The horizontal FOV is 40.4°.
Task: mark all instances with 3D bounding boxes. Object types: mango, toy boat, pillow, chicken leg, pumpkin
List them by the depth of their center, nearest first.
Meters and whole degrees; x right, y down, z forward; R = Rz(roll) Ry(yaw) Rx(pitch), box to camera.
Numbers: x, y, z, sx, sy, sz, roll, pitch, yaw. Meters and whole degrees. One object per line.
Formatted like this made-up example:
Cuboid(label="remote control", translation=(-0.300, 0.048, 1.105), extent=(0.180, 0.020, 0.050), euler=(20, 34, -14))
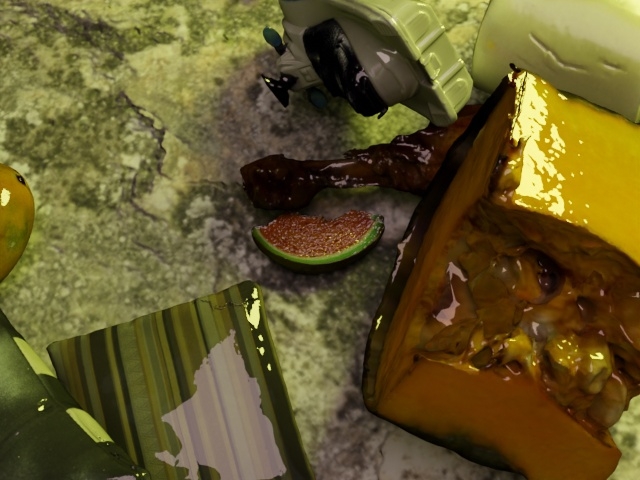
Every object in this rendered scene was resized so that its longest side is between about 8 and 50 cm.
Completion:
Cuboid(label="pumpkin", translation=(0.176, 0.035, 0.712), extent=(0.225, 0.256, 0.303), euler=(28, 112, -3))
Cuboid(label="pillow", translation=(-0.259, 0.189, 0.737), extent=(0.250, 0.106, 0.186), euler=(38, 108, 27))
Cuboid(label="pillow", translation=(-0.130, 0.160, 0.793), extent=(0.212, 0.052, 0.208), euler=(-17, 71, -2))
Cuboid(label="toy boat", translation=(0.027, -0.181, 0.856), extent=(0.141, 0.141, 0.269), euler=(-48, 35, -16))
Cuboid(label="chicken leg", translation=(0.069, -0.073, 0.866), extent=(0.304, 0.113, 0.093), euler=(-10, 91, 8))
Cuboid(label="mango", translation=(-0.348, -0.002, 0.867), extent=(0.111, 0.089, 0.163), euler=(6, 76, 19))

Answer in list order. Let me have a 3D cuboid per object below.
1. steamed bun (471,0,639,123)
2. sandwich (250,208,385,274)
Cuboid(label="steamed bun", translation=(0.267, -0.219, 0.849), extent=(0.200, 0.155, 0.250), euler=(23, 44, 16))
Cuboid(label="sandwich", translation=(-0.002, 0.002, 0.869), extent=(0.135, 0.029, 0.067), euler=(-4, 60, 3))
